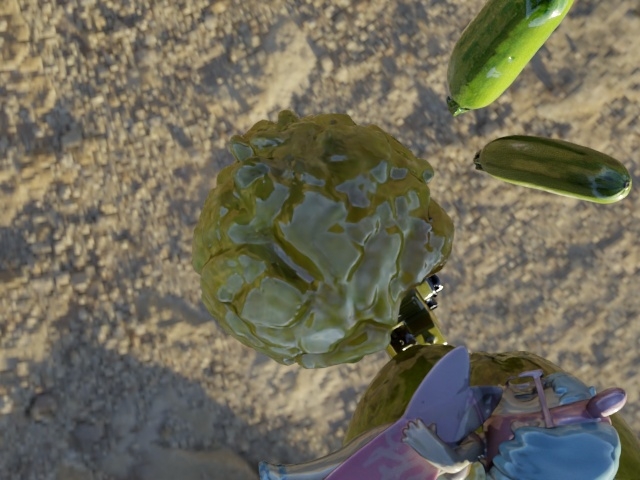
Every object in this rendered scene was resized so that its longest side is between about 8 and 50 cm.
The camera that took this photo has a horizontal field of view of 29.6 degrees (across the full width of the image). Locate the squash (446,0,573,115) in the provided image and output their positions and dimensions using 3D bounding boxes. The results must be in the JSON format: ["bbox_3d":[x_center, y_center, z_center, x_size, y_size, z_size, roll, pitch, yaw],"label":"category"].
[{"bbox_3d":[0.242,-0.268,1.630,0.101,0.101,0.379,-7,161,-14],"label":"squash"}]

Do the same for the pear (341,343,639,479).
[{"bbox_3d":[0.188,0.302,1.254,0.351,0.352,0.414,-9,90,-12],"label":"pear"}]

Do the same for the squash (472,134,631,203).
[{"bbox_3d":[0.274,-0.093,1.486,0.066,0.252,0.066,-12,109,-37],"label":"squash"}]

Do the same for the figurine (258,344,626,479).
[{"bbox_3d":[0.087,0.168,0.872,0.260,0.103,0.205,-10,149,-2],"label":"figurine"}]

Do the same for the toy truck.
[{"bbox_3d":[0.048,0.026,1.379,0.127,0.127,0.257,-31,123,5],"label":"toy truck"}]

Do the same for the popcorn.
[{"bbox_3d":[-0.008,0.001,1.134,0.249,0.249,0.225,8,152,-24],"label":"popcorn"}]
